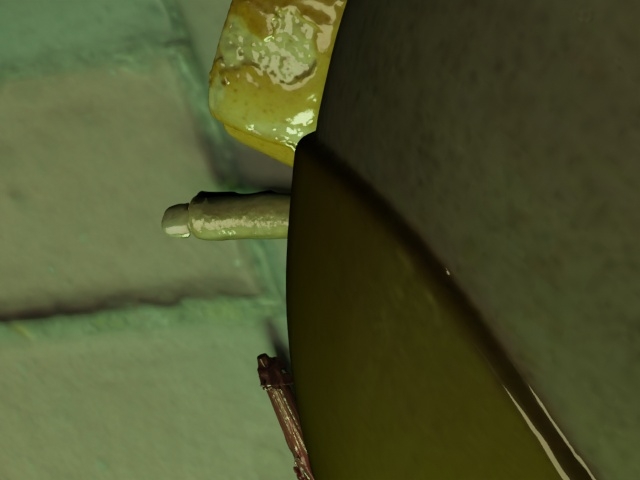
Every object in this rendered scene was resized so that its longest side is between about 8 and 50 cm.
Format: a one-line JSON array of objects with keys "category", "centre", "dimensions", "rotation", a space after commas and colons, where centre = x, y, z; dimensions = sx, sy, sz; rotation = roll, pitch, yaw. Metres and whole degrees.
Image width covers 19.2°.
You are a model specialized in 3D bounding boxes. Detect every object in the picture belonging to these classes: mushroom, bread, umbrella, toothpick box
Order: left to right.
[{"category": "bread", "centre": [-0.003, -0.100, 0.942], "dimensions": [0.073, 0.122, 0.149], "rotation": [28, 129, 16]}, {"category": "umbrella", "centre": [-0.003, 0.138, 1.157], "dimensions": [0.025, 0.027, 0.165], "rotation": [13, 132, 55]}, {"category": "mushroom", "centre": [0.000, 0.000, 1.049], "dimensions": [0.187, 0.060, 0.061], "rotation": [8, 122, 30]}, {"category": "toothpick box", "centre": [0.190, 0.026, 0.721], "dimensions": [0.409, 0.409, 0.425], "rotation": [25, 134, 15]}]
